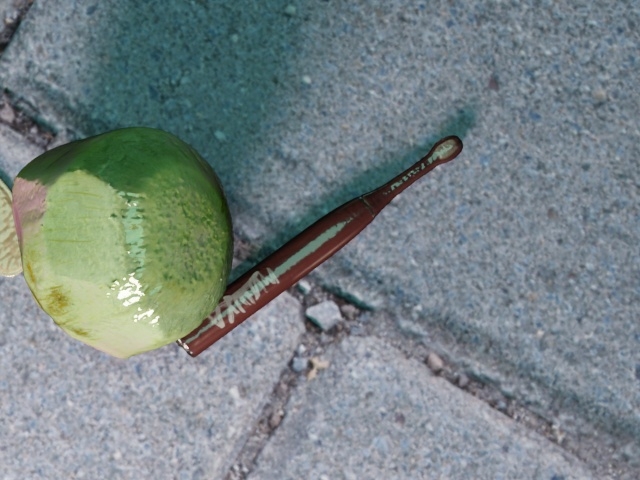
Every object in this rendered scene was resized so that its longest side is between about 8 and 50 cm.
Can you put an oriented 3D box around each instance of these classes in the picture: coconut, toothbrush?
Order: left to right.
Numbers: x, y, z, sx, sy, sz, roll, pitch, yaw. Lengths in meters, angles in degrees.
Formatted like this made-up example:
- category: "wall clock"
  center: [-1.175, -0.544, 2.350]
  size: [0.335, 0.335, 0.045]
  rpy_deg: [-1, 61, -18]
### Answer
- category: "coconut"
  center: [-0.196, -0.003, 1.292]
  size: [0.236, 0.236, 0.205]
  rpy_deg: [28, 60, 2]
- category: "toothbrush"
  center: [0.000, 0.000, 1.379]
  size: [0.364, 0.041, 0.041]
  rpy_deg: [-37, 85, -6]

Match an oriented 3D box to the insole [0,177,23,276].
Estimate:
- category: "insole"
  center: [-0.388, -0.063, 1.388]
  size: [0.248, 0.011, 0.081]
  rpy_deg: [45, 84, 4]
